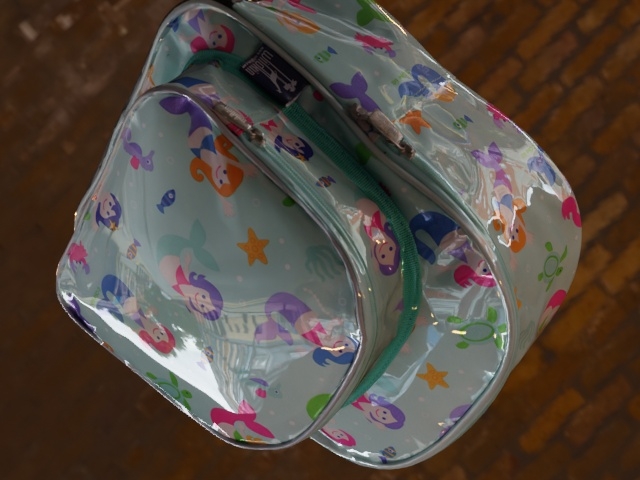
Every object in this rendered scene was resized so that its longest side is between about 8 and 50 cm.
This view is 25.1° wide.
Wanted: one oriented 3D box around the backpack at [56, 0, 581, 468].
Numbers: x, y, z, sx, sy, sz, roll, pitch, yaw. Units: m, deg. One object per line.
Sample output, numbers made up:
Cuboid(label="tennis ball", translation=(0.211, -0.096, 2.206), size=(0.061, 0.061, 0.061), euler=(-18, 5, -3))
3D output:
Cuboid(label="backpack", translation=(0.000, 0.000, 0.766), size=(0.191, 0.253, 0.225), euler=(-50, 176, -48))
